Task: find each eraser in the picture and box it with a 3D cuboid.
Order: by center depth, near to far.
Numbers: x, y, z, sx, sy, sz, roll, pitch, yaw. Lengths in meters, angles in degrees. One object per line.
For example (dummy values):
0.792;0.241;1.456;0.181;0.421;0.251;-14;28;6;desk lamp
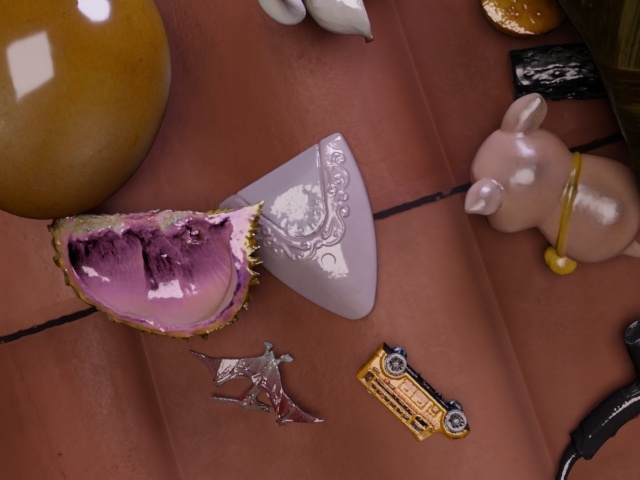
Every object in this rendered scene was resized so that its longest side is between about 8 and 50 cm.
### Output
0.000;0.000;0.958;0.204;0.059;0.243;-32;83;5;eraser

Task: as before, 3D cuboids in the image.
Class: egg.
-0.337;-0.199;0.881;0.283;0.282;0.351;17;100;5;egg

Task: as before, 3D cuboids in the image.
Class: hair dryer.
0.424;0.251;0.927;0.272;0.091;0.235;-42;97;17;hair dryer

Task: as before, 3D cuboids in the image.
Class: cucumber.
0.361;-0.228;0.917;0.212;0.062;0.077;-2;91;6;cucumber

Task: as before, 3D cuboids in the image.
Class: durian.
-0.215;0.036;0.963;0.342;0.112;0.191;-4;108;18;durian

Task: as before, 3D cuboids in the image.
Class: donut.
0.281;-0.339;0.927;0.152;0.058;0.151;0;90;5;donut

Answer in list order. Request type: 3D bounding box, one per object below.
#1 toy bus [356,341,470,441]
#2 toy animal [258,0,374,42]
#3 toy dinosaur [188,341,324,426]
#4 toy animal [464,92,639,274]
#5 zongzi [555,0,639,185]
0.127;0.215;0.944;0.162;0.069;0.074;44;95;5;toy bus
0.036;-0.415;0.877;0.183;0.247;0.310;33;109;-30;toy animal
-0.090;0.200;0.986;0.220;0.032;0.108;27;97;14;toy dinosaur
0.309;-0.054;0.891;0.248;0.149;0.165;24;76;-7;toy animal
0.317;-0.264;0.808;0.403;0.208;0.431;31;119;30;zongzi
